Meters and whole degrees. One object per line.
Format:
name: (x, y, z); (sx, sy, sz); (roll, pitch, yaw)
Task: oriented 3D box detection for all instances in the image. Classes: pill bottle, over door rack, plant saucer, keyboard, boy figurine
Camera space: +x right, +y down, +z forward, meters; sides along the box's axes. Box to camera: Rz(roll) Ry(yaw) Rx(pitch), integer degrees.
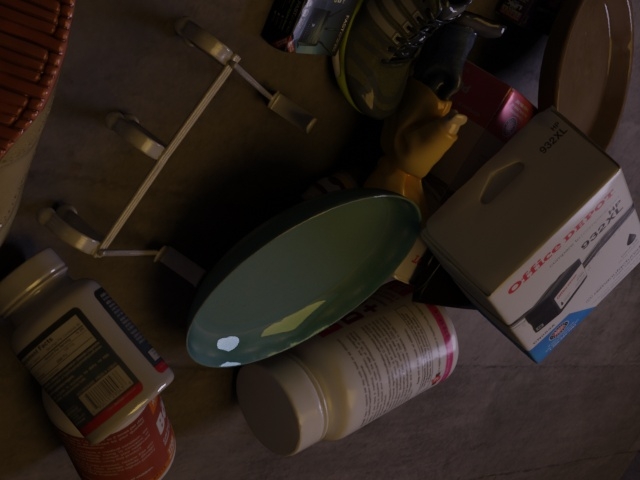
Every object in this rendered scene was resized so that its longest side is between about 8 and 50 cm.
pill bottle: (0.037, 0.172, 1.760); (0.283, 0.160, 0.160); (-25, 140, -35)
pill bottle: (-0.239, 0.100, 1.277); (0.108, 0.180, 0.108); (-39, -179, 1)
over door rack: (-0.147, -0.085, 1.321); (0.239, 0.108, 0.324); (-54, 164, 3)
plant saucer: (-0.026, 0.038, 1.523); (0.318, 0.043, 0.317); (-27, 155, -13)
keyboard: (0.241, 0.009, 1.777); (0.201, 0.033, 0.317); (-55, 153, 14)
pill bottle: (-0.237, 0.185, 1.439); (0.121, 0.121, 0.216); (-40, 148, -22)
boy figurine: (0.129, -0.142, 1.566); (0.092, 0.177, 0.285); (15, 99, -20)
plant saucer: (0.357, -0.222, 1.750); (0.278, 0.041, 0.277); (-29, 126, -51)

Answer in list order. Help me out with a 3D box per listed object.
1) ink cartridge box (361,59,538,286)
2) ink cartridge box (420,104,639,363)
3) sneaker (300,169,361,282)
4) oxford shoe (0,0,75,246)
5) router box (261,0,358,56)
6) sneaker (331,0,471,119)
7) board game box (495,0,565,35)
ink cartridge box: (0.171, -0.081, 1.730); (0.283, 0.117, 0.207); (-57, 151, 6)
ink cartridge box: (0.280, 0.003, 1.643); (0.223, 0.129, 0.307); (-44, 152, 0)
sneaker: (0.000, 0.000, 1.638); (0.084, 0.069, 0.185); (-25, 132, -32)
oxford shoe: (-0.300, -0.098, 1.094); (0.397, 0.140, 0.146); (-64, 179, 9)
router box: (-0.001, -0.259, 1.388); (0.092, 0.038, 0.122); (-7, 127, -52)
sneaker: (0.098, -0.257, 1.444); (0.111, 0.121, 0.300); (-25, 140, -39)
board game box: (0.320, -0.345, 1.735); (0.170, 0.048, 0.141); (1, 119, -54)
